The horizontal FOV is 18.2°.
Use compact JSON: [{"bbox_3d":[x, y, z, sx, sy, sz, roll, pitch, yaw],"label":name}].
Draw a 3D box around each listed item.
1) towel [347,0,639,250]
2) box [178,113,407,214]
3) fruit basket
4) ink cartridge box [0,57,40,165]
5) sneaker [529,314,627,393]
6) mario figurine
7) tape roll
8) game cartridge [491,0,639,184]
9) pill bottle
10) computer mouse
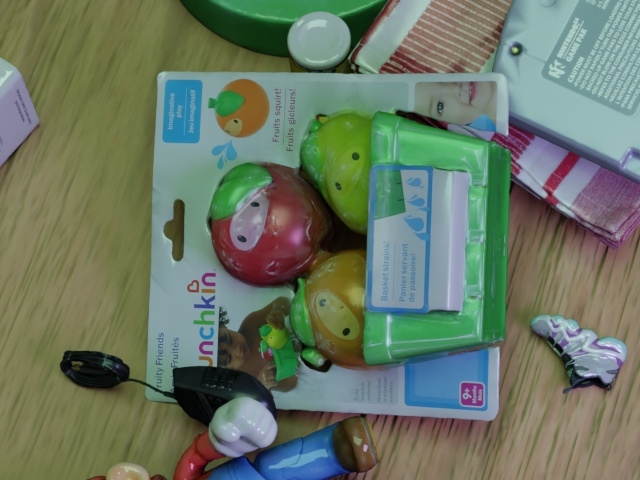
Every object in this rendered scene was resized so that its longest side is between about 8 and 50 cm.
[{"bbox_3d":[0.222,-0.176,1.959,0.329,0.037,0.237,34,81,5],"label":"towel"},{"bbox_3d":[-0.027,-0.077,2.012,0.232,0.058,0.087,-1,66,4],"label":"box"},{"bbox_3d":[0.000,0.000,1.889,0.353,0.165,0.327,3,89,11],"label":"fruit basket"},{"bbox_3d":[-0.451,-0.096,2.018,0.198,0.115,0.273,33,71,18],"label":"ink cartridge box"},{"bbox_3d":[0.239,0.114,1.917,0.098,0.038,0.069,19,67,13],"label":"sneaker"},{"bbox_3d":[-0.093,0.265,1.802,0.320,0.170,0.198,-15,67,-5],"label":"mario figurine"},{"bbox_3d":[-0.017,-0.351,2.129,0.321,0.077,0.321,-1,65,3],"label":"tape roll"},{"bbox_3d":[0.288,-0.221,1.907,0.196,0.060,0.294,27,83,10],"label":"game cartridge"},{"bbox_3d":[0.002,-0.176,2.024,0.065,0.116,0.065,-2,65,4],"label":"pill bottle"},{"bbox_3d":[-0.144,0.133,1.902,0.242,0.071,0.041,13,56,26],"label":"computer mouse"}]
